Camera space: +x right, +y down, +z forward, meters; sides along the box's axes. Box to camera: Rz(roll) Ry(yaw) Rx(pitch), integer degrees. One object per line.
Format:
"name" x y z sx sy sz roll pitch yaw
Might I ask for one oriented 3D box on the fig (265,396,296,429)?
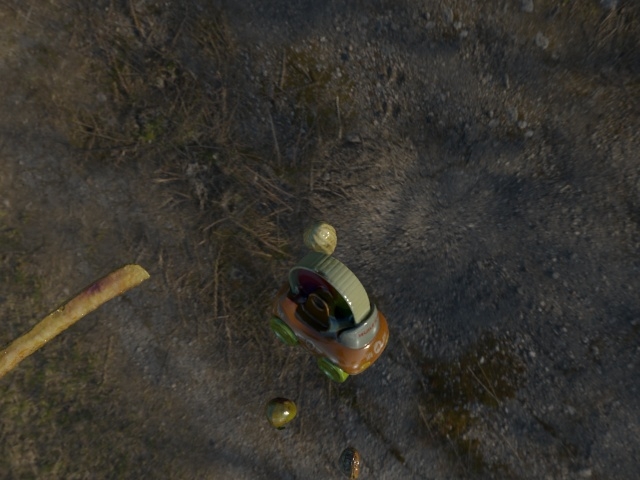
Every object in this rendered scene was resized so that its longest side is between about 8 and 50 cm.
"fig" -0.116 0.488 1.425 0.082 0.084 0.098 17 95 34

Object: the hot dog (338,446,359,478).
"hot dog" 0.076 0.572 1.305 0.058 0.035 0.083 17 110 40

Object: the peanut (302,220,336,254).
"peanut" 0.000 0.000 1.423 0.093 0.194 0.083 -5 77 0

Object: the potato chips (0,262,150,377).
"potato chips" -0.208 0.081 0.358 0.204 0.026 0.037 -42 114 -7

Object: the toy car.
"toy car" 0.020 0.119 0.911 0.235 0.235 0.145 40 61 9
